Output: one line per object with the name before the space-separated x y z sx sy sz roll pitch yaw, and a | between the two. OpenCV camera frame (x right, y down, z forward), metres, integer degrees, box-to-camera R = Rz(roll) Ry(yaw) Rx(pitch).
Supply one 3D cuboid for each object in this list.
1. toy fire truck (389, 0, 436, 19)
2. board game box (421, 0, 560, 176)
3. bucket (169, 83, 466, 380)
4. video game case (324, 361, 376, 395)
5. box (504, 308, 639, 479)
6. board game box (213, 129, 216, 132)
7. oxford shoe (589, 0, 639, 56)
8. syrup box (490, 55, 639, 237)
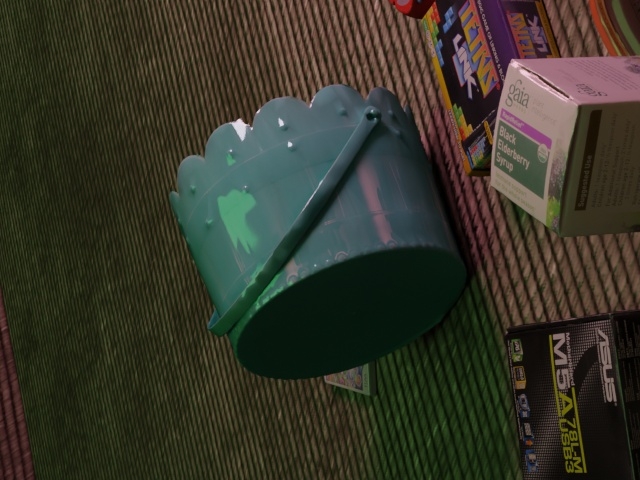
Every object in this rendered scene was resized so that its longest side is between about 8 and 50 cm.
toy fire truck | 0.120 -0.281 1.685 0.135 0.047 0.192 -124 36 -46
board game box | 0.157 -0.164 1.624 0.141 0.048 0.170 126 134 -58
bucket | 0.000 0.000 1.762 0.183 0.281 0.281 68 152 28
video game case | 0.031 0.124 2.016 0.122 0.011 0.087 -173 79 -66
box | 0.228 0.159 1.528 0.184 0.045 0.190 165 99 -69
board game box | -0.072 -0.063 2.188 0.259 0.039 0.124 -158 64 -67
oxford shoe | 0.258 -0.216 1.325 0.098 0.097 0.271 -33 64 57
syrup box | 0.241 -0.068 1.208 0.093 0.237 0.096 -137 47 -56
